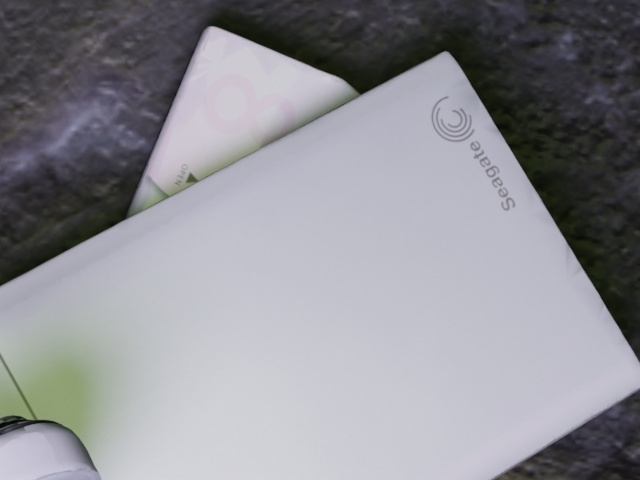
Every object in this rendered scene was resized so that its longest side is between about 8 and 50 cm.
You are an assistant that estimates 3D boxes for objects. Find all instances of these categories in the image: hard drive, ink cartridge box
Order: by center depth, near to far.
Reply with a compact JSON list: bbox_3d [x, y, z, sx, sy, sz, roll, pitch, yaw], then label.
[{"bbox_3d":[-0.017,0.070,1.000,0.353,0.047,0.233,-29,84,-16],"label":"hard drive"},{"bbox_3d":[0.000,0.000,1.072,0.232,0.066,0.189,22,79,-3],"label":"ink cartridge box"}]

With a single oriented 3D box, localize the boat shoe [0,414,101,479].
[{"bbox_3d":[-0.204,0.138,0.895,0.113,0.306,0.105,-14,71,-30],"label":"boat shoe"}]
